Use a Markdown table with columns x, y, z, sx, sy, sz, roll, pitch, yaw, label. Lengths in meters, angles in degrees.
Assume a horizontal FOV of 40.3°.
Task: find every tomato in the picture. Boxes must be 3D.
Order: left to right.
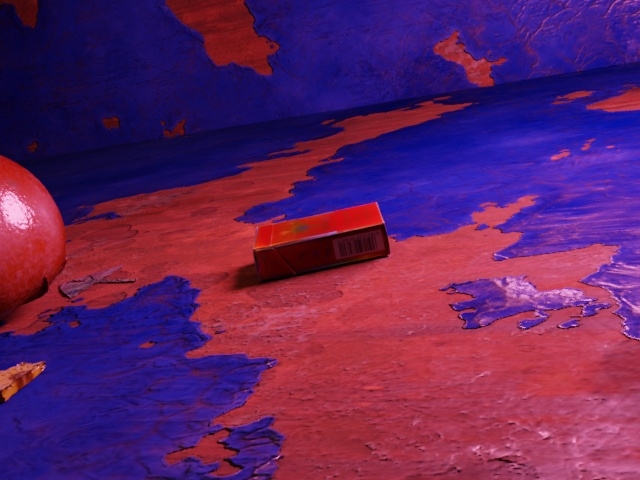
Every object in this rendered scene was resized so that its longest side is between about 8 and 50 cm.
| x | y | z | sx | sy | sz | roll | pitch | yaw | label |
| --- | --- | --- | --- | --- | --- | --- | --- | --- | --- |
| -0.490 | -0.003 | 1.198 | 0.265 | 0.264 | 0.265 | -12 | 15 | 3 | tomato |

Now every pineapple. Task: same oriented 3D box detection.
| x | y | z | sx | sy | sz | roll | pitch | yaw | label |
| --- | --- | --- | --- | --- | --- | --- | --- | --- | --- |
| -0.339 | 0.153 | 0.947 | 0.045 | 0.019 | 0.083 | -3 | 16 | 13 | pineapple |

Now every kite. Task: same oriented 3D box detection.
| x | y | z | sx | sy | sz | roll | pitch | yaw | label |
| --- | --- | --- | --- | --- | --- | --- | --- | --- | --- |
| -0.330 | 0.059 | 1.301 | 0.153 | 0.005 | 0.137 | -5 | 17 | 23 | kite |

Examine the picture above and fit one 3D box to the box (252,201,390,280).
| x | y | z | sx | sy | sz | roll | pitch | yaw | label |
| --- | --- | --- | --- | --- | --- | --- | --- | --- | --- |
| 0.000 | 0.001 | 1.160 | 0.175 | 0.048 | 0.112 | -11 | 17 | 3 | box |
